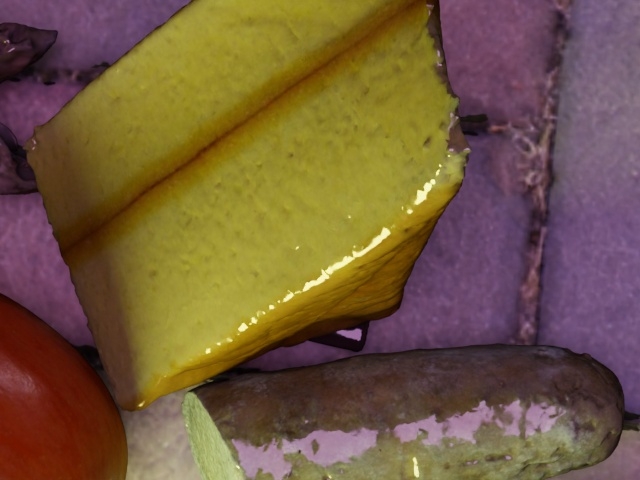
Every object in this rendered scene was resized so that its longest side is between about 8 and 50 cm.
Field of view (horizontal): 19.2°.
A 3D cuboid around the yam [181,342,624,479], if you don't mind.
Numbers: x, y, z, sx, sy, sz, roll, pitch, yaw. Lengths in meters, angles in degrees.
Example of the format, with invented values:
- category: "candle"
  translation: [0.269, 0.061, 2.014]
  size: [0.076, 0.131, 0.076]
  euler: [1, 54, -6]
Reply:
- category: "yam"
  translation: [0.062, 0.146, 1.403]
  size: [0.330, 0.133, 0.133]
  euler: [-8, 86, 1]

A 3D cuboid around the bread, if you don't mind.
- category: "bread"
  translation: [-0.050, -0.063, 1.271]
  size: [0.245, 0.362, 0.233]
  euler: [-19, 78, -14]

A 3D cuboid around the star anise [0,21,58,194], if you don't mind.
- category: "star anise"
  translation: [-0.356, -0.103, 1.449]
  size: [0.331, 0.117, 0.332]
  euler: [0, 84, -1]

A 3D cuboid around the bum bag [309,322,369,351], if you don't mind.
- category: "bum bag"
  translation: [0.000, 0.000, 1.465]
  size: [0.109, 0.026, 0.159]
  euler: [15, 83, 5]

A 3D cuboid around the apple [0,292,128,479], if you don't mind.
- category: "apple"
  translation: [-0.265, 0.157, 1.366]
  size: [0.241, 0.242, 0.242]
  euler: [31, 90, -1]
